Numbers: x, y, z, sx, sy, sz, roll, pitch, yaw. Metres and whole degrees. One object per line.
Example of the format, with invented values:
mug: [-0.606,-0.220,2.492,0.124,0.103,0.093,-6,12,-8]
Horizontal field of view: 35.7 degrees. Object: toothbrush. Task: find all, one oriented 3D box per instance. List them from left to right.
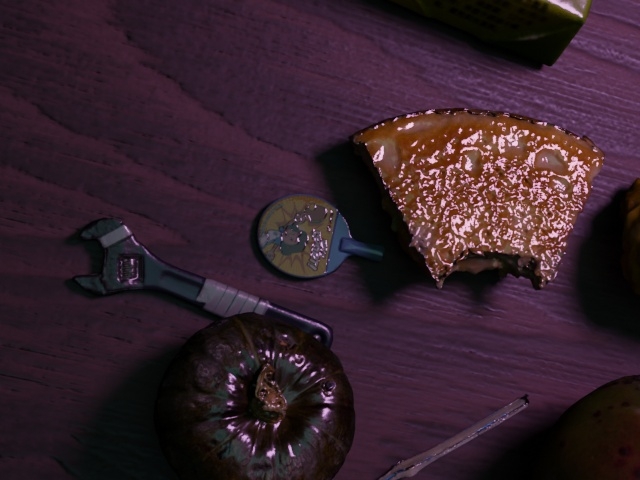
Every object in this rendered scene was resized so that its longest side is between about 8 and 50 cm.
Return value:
toothbrush: [0.128,0.257,1.176,0.294,0.026,0.028,-31,110,-14]

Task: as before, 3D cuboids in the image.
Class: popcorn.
popcorn: [0.451,0.002,1.218,0.197,0.155,0.198,4,82,-30]

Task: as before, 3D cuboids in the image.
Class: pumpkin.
pumpkin: [-0.068,0.188,1.069,0.223,0.157,0.224,5,73,-16]

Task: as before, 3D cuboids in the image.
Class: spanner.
spanner: [-0.131,0.067,1.136,0.316,0.024,0.087,24,81,-12]

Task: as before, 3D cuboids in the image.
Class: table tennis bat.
table tennis bat: [0.000,0.000,1.174,0.155,0.019,0.100,14,81,-10]

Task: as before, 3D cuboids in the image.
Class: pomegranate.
pomegranate: [0.380,0.301,1.145,0.290,0.323,0.291,-3,59,5]

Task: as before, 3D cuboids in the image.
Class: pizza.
pizza: [0.189,-0.046,1.189,0.323,0.089,0.223,2,78,-12]

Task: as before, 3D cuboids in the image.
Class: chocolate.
chocolate: [0.219,-0.407,1.205,0.288,0.137,0.301,20,80,-11]
